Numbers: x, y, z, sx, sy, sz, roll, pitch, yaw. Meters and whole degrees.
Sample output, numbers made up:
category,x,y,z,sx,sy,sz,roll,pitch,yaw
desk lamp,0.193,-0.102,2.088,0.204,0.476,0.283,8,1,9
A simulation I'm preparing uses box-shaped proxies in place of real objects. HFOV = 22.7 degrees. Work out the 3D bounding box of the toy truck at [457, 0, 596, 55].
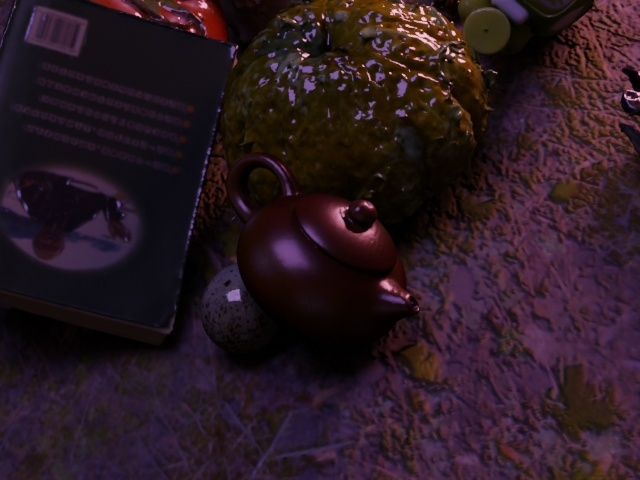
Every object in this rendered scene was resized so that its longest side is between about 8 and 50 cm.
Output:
category,x,y,z,sx,sy,sz,roll,pitch,yaw
toy truck,0.233,-0.288,1.856,0.210,0.148,0.187,-49,4,-3

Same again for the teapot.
category,x,y,z,sx,sy,sz,roll,pitch,yaw
teapot,0.000,0.000,1.567,0.252,0.135,0.178,48,27,21

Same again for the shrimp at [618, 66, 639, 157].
category,x,y,z,sx,sy,sz,roll,pitch,yaw
shrimp,0.469,-0.089,1.574,0.272,0.085,0.445,-28,41,-20

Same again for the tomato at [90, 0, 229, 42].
category,x,y,z,sx,sy,sz,roll,pitch,yaw
tomato,-0.235,-0.241,1.928,0.255,0.224,0.256,17,46,-19

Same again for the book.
category,x,y,z,sx,sy,sz,roll,pitch,yaw
book,-0.247,-0.089,1.714,0.260,0.043,0.371,16,63,-8

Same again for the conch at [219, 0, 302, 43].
category,x,y,z,sx,sy,sz,roll,pitch,yaw
conch,-0.079,-0.372,2.055,0.186,0.263,0.324,-33,2,12

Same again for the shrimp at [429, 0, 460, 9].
category,x,y,z,sx,sy,sz,roll,pitch,yaw
shrimp,0.229,-0.369,2.038,0.154,0.062,0.294,22,52,34

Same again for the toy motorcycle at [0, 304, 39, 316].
category,x,y,z,sx,sy,sz,roll,pitch,yaw
toy motorcycle,-0.293,-0.019,1.781,0.327,0.143,0.188,-14,44,-18

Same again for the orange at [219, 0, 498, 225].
category,x,y,z,sx,sy,sz,roll,pitch,yaw
orange,0.033,-0.144,1.715,0.301,0.223,0.300,19,57,38

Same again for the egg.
category,x,y,z,sx,sy,sz,roll,pitch,yaw
egg,-0.079,0.066,1.613,0.085,0.085,0.110,-15,30,6
